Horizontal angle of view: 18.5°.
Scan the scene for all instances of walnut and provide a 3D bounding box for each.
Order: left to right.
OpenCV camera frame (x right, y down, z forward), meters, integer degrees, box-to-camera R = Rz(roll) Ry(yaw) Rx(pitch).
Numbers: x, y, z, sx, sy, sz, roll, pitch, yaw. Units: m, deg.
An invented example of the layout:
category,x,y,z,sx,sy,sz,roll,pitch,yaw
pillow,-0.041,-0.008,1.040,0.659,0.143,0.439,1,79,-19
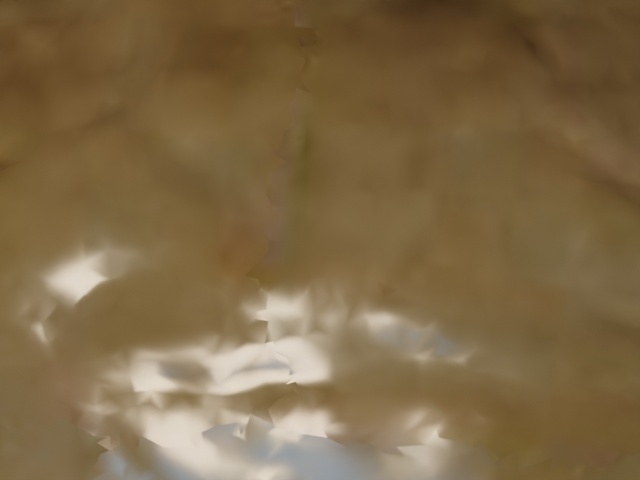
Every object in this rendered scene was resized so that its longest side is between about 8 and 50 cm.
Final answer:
category,x,y,z,sx,sy,sz,roll,pitch,yaw
walnut,0.000,0.002,0.524,0.313,0.277,0.252,3,133,2
